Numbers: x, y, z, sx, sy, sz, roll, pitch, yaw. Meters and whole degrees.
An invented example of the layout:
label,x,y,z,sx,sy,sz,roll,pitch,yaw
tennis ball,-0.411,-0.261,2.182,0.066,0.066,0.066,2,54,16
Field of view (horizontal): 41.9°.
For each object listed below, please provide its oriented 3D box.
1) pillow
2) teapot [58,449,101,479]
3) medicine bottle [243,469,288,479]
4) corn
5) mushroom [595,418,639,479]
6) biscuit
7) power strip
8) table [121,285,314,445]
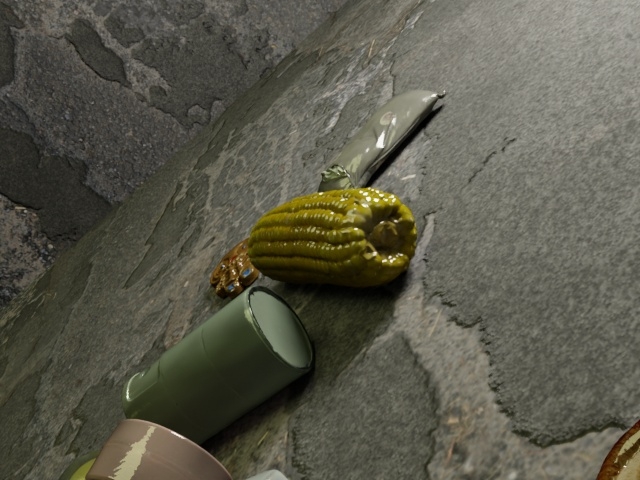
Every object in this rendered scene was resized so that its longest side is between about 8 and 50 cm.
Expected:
label,x,y,z,sx,sy,sz,roll,pitch,yaw
pillow,0.086,-0.163,1.395,0.255,0.059,0.169,-50,18,-14
teapot,-0.246,0.315,1.017,0.166,0.130,0.119,-18,-10,-29
medicine bottle,-0.146,0.336,0.763,0.324,0.124,0.179,-30,23,29
corn,0.000,0.000,1.142,0.131,0.131,0.344,-52,21,-22
mushroom,0.220,0.146,0.498,0.127,0.087,0.127,-33,26,18
biscuit,-0.145,0.044,1.465,0.124,0.026,0.175,-43,20,3
power strip,-0.172,0.267,0.908,0.154,0.154,0.078,-20,32,47
table,-0.128,0.167,1.051,0.220,0.126,0.126,-37,21,18
